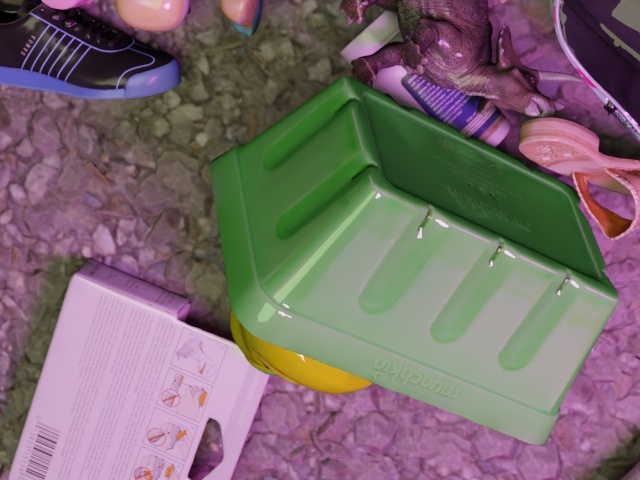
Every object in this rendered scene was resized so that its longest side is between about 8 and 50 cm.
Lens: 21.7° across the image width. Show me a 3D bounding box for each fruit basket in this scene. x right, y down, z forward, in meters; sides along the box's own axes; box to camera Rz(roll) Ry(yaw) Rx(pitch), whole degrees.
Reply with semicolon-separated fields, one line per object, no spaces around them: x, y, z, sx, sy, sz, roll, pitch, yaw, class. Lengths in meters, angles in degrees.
0.042;0.058;1.594;0.392;0.283;0.392;-6;132;-6;fruit basket

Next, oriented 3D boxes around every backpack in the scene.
0.337;-0.205;1.516;0.253;0.191;0.225;41;108;-10;backpack

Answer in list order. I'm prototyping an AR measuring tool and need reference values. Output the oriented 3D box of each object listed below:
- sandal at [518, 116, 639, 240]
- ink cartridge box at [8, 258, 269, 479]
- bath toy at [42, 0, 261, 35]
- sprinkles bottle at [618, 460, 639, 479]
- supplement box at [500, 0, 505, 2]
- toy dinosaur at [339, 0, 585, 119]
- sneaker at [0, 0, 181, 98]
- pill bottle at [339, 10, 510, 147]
0.271;-0.041;1.580;0.088;0.240;0.079;-11;66;46;sandal
-0.196;0.189;1.840;0.238;0.060;0.275;22;111;4;ink cartridge box
-0.230;-0.287;1.662;0.348;0.129;0.151;11;66;7;bath toy
0.375;0.260;1.699;0.121;0.121;0.355;42;111;-3;sprinkles bottle
0.188;-0.295;1.522;0.104;0.188;0.081;-39;97;21;supplement box
0.104;-0.228;1.567;0.121;0.160;0.314;-35;76;51;toy dinosaur
-0.256;-0.203;1.712;0.232;0.081;0.090;6;116;12;sneaker
0.100;-0.145;1.643;0.094;0.094;0.169;-40;96;21;pill bottle
